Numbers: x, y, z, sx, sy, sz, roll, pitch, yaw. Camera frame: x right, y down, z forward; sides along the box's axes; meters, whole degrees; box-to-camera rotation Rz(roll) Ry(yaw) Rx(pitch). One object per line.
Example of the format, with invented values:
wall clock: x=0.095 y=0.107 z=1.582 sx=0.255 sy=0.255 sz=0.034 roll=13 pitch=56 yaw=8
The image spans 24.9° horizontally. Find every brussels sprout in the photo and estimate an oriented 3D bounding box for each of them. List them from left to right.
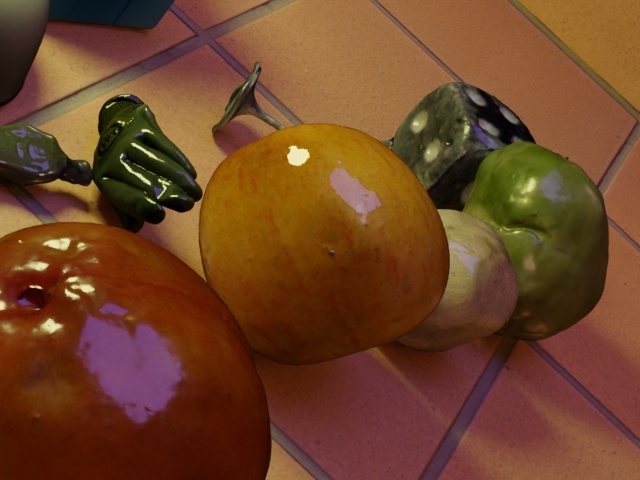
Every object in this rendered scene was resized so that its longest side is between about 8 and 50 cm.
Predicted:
brussels sprout: x=0.306 y=0.012 z=2.171 sx=0.242 sy=0.317 sz=0.274 roll=-3 pitch=64 yaw=-8

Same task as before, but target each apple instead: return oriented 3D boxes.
apple: x=0.000 y=0.000 z=1.722 sx=0.299 sy=0.299 sz=0.275 roll=-29 pitch=95 yaw=-61

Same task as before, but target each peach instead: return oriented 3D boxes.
peach: x=-0.203 y=0.150 z=1.224 sx=0.342 sy=0.302 sz=0.343 roll=0 pitch=36 yaw=0

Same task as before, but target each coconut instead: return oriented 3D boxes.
coconut: x=0.152 y=0.055 z=1.982 sx=0.224 sy=0.224 sz=0.224 roll=31 pitch=30 yaw=-20

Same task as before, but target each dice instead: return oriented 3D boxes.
dice: x=0.235 y=-0.134 z=2.354 sx=0.182 sy=0.181 sz=0.183 roll=25 pitch=31 yaw=-33

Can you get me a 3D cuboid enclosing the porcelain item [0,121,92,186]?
porcelain item: x=-0.353 y=-0.101 z=1.667 sx=0.215 sy=0.069 sz=0.081 roll=11 pitch=51 yaw=-46

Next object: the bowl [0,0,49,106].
bowl: x=-0.464 y=-0.341 z=1.740 sx=0.354 sy=0.185 sz=0.354 roll=31 pitch=30 yaw=-20

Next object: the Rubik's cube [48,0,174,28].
Rubik's cube: x=-0.325 y=-0.501 z=2.034 sx=0.291 sy=0.290 sz=0.291 roll=-4 pitch=53 yaw=-53

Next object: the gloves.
gloves: x=-0.227 y=-0.097 z=1.769 sx=0.107 sy=0.135 sz=0.268 roll=7 pitch=25 yaw=-28

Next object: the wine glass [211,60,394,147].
wine glass: x=-0.029 y=-0.144 z=2.077 sx=0.232 sy=0.156 sz=0.156 roll=34 pitch=29 yaw=-9
